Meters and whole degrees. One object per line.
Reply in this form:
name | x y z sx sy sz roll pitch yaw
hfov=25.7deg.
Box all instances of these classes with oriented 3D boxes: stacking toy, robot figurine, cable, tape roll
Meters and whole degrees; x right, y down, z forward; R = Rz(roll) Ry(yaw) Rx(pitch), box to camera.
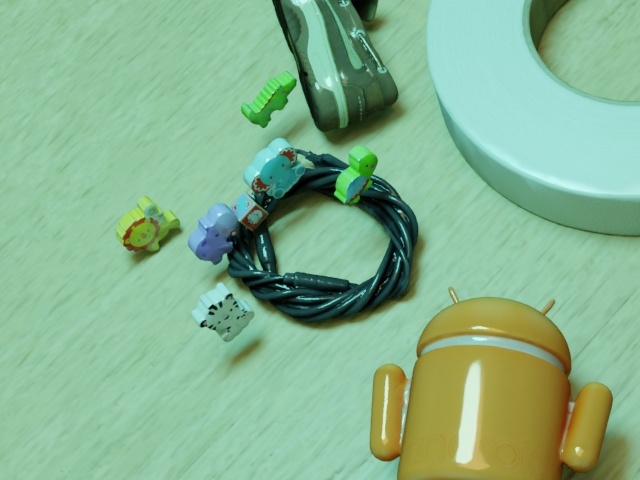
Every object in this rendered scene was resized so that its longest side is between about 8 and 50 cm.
stacking toy | -0.068 -0.037 1.242 0.221 0.052 0.167 -47 48 3
robot figurine | 0.131 0.139 1.089 0.158 0.128 0.219 -21 50 46
cable | 0.000 0.000 1.249 0.184 0.047 0.150 34 74 28
tape roll | 0.290 -0.188 1.263 0.392 0.072 0.392 -7 59 12

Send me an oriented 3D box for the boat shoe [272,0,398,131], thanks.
boat shoe | 0.010 -0.222 1.355 0.095 0.095 0.257 -15 66 -5
